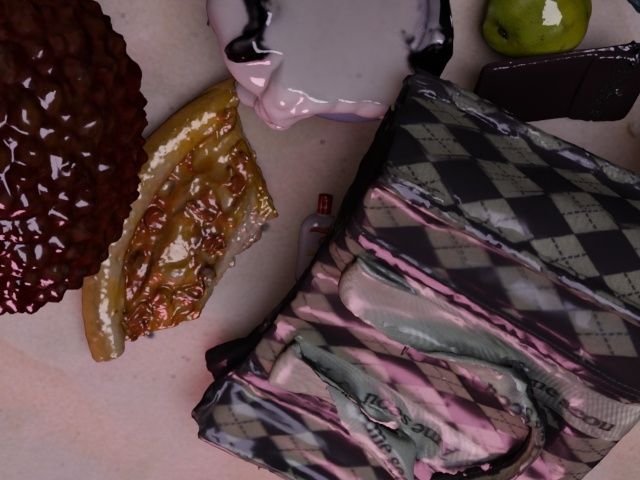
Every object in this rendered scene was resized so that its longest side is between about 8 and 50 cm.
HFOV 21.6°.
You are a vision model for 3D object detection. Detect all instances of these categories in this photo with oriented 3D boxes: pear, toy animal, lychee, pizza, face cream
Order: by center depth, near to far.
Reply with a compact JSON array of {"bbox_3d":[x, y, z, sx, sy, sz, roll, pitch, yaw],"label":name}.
[{"bbox_3d":[-0.258,-0.088,1.295,0.264,0.300,0.264,-20,148,-13],"label":"lychee"},{"bbox_3d":[0.005,-0.183,1.374,0.204,0.156,0.208,-2,77,-12],"label":"toy animal"},{"bbox_3d":[-0.125,-0.011,1.445,0.134,0.056,0.271,36,96,-11],"label":"pizza"},{"bbox_3d":[0.186,-0.195,1.452,0.097,0.092,0.092,-40,110,-1],"label":"pear"},{"bbox_3d":[0.000,0.000,1.496,0.040,0.021,0.083,2,104,-15],"label":"face cream"}]

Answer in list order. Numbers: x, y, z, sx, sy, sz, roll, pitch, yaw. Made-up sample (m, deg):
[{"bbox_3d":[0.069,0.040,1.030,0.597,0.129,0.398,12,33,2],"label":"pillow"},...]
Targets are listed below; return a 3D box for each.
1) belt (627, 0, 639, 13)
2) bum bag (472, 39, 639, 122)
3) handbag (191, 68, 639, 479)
[{"bbox_3d":[0.306,-0.270,1.427,0.148,0.163,0.082,-32,114,26],"label":"belt"},{"bbox_3d":[0.209,-0.131,1.472,0.159,0.109,0.026,-8,66,-9],"label":"bum bag"},{"bbox_3d":[0.096,0.087,1.380,0.317,0.180,0.416,24,137,-8],"label":"handbag"}]
